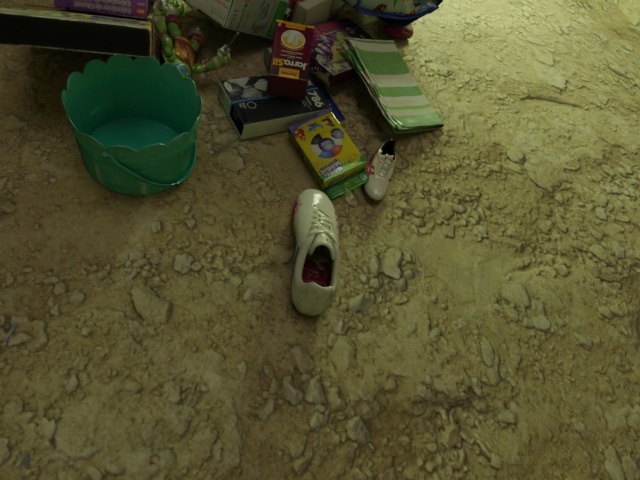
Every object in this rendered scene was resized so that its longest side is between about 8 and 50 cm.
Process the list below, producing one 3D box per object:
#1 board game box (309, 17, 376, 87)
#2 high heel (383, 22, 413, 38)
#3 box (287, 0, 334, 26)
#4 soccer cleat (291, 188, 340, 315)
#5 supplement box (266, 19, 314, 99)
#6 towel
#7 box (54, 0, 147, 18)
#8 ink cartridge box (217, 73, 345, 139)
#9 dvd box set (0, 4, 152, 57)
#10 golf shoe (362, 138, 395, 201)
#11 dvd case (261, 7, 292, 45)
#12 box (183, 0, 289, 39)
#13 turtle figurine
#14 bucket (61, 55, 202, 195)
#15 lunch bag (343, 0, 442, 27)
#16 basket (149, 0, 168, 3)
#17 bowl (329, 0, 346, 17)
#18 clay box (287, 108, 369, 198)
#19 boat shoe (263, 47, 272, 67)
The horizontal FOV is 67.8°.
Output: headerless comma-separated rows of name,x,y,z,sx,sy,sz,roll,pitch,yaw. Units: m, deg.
board game box,0.056,-0.583,1.451,0.208,0.056,0.347,39,45,13
high heel,0.239,-0.811,1.671,0.117,0.082,0.244,-4,73,-32
box,-0.097,-0.752,1.493,0.232,0.127,0.148,40,55,9
soccer cleat,0.000,0.000,1.038,0.115,0.143,0.331,8,56,-13
supplement box,-0.079,-0.473,1.249,0.104,0.081,0.188,7,67,-6
towel,0.219,-0.464,1.411,0.247,0.038,0.325,-19,75,-42
box,-0.546,-0.616,1.216,0.200,0.057,0.293,-1,27,-18
ink cartridge box,-0.095,-0.381,1.300,0.332,0.065,0.165,-19,66,-28
dvd box set,-0.544,-0.484,1.085,0.307,0.062,0.420,-2,27,-19
golf shoe,0.156,-0.186,1.243,0.067,0.086,0.186,18,56,-7
dvd case,-0.150,-0.665,1.436,0.087,0.119,0.013,40,21,10
box,-0.267,-0.695,1.341,0.262,0.127,0.231,40,29,17
turtle figurine,-0.323,-0.535,1.213,0.197,0.275,0.266,1,44,-18
bucket,-0.399,-0.245,1.039,0.281,0.183,0.281,8,57,-13
lunch bag,0.184,-0.864,1.535,0.385,0.239,0.328,-16,54,-40
basket,-0.517,-0.919,1.377,0.331,0.266,0.328,27,54,-1
bowl,0.002,-0.799,1.601,0.142,0.053,0.142,39,55,7
clay box,0.023,-0.224,1.225,0.127,0.053,0.222,-27,68,-12
boat shoe,-0.124,-0.514,1.366,0.040,0.049,0.142,-5,38,-28
